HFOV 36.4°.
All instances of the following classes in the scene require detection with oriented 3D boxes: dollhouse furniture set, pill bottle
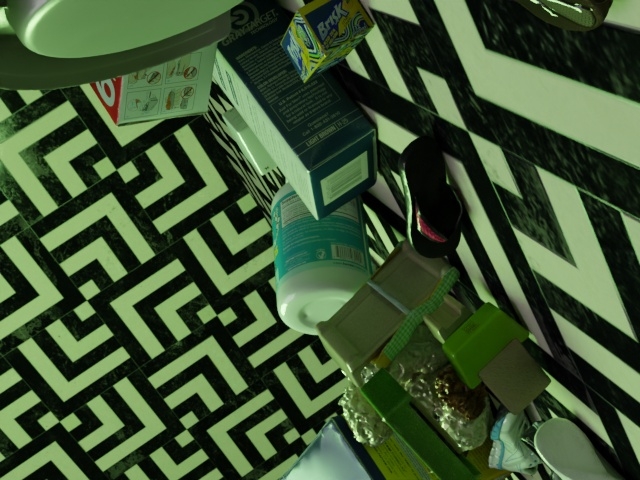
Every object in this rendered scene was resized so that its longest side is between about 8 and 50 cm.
[{"bbox_3d":[0.142,0.147,1.256,0.151,0.197,0.301,47,178,-24],"label":"dollhouse furniture set"},{"bbox_3d":[0.000,0.000,1.482,0.146,0.146,0.264,64,-164,-52],"label":"pill bottle"}]

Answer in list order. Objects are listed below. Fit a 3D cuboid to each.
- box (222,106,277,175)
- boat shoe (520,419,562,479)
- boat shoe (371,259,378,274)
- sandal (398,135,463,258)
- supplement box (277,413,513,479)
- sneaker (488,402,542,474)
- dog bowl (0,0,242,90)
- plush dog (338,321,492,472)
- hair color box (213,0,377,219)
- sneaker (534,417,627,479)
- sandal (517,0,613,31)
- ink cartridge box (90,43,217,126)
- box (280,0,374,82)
[{"bbox_3d":[-0.095,-0.189,1.677,0.101,0.102,0.087,61,174,-36],"label":"box"},{"bbox_3d":[0.327,0.312,1.324,0.142,0.040,0.049,54,173,21],"label":"boat shoe"},{"bbox_3d":[0.122,0.164,1.901,0.118,0.103,0.320,2,143,31],"label":"boat shoe"},{"bbox_3d":[0.122,-0.034,1.027,0.040,0.067,0.179,37,161,36],"label":"sandal"},{"bbox_3d":[0.138,0.401,1.675,0.356,0.194,0.195,-4,-131,-47],"label":"supplement box"},{"bbox_3d":[0.293,0.285,1.415,0.083,0.071,0.190,19,150,23],"label":"sneaker"},{"bbox_3d":[-0.159,-0.249,0.871,0.349,0.349,0.102,150,98,-84],"label":"dog bowl"},{"bbox_3d":[0.161,0.221,1.444,0.225,0.211,0.262,43,154,32],"label":"plush dog"},{"bbox_3d":[-0.063,-0.212,1.295,0.347,0.105,0.174,54,171,18],"label":"hair color box"},{"bbox_3d":[0.337,0.306,1.147,0.212,0.080,0.094,60,-172,31],"label":"sneaker"},{"bbox_3d":[0.082,-0.204,0.519,0.219,0.060,0.090,42,180,-2],"label":"sandal"},{"bbox_3d":[-0.229,-0.345,1.177,0.272,0.130,0.309,52,142,36],"label":"ink cartridge box"},{"bbox_3d":[0.003,-0.213,1.014,0.054,0.059,0.169,59,173,-4],"label":"box"}]
